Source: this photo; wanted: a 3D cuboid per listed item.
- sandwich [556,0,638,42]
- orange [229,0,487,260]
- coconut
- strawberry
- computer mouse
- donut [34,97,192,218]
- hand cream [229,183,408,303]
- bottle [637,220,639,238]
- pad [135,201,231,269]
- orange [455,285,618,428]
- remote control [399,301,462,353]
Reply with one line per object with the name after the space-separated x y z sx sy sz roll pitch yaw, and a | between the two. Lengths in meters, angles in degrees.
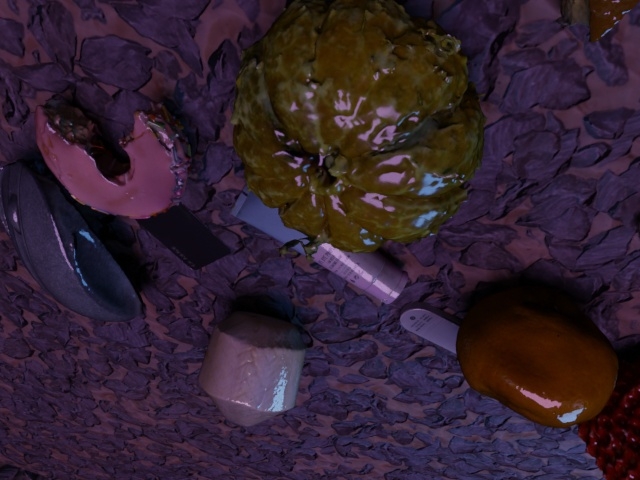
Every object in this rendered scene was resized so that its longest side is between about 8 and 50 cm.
0.281 -0.314 0.426 0.128 0.122 0.235 -4 133 21 | sandwich
0.035 -0.136 0.574 0.300 0.223 0.301 -14 122 29 | orange
-0.134 0.256 0.954 0.202 0.202 0.221 13 89 1 | coconut
0.621 0.378 0.819 0.312 0.351 0.267 31 123 -8 | strawberry
-0.454 0.033 0.862 0.203 0.114 0.373 19 143 36 | computer mouse
-0.304 -0.126 0.745 0.233 0.085 0.199 5 132 7 | donut
0.000 0.000 0.820 0.312 0.070 0.111 34 132 -8 | hand cream
0.512 -0.007 0.673 0.152 0.098 0.099 41 127 -15 | bottle
-0.252 -0.010 0.894 0.112 0.003 0.157 -25 122 30 | pad
0.352 0.182 0.792 0.249 0.249 0.183 9 117 5 | orange
0.264 0.186 0.944 0.245 0.022 0.077 27 129 -11 | remote control
